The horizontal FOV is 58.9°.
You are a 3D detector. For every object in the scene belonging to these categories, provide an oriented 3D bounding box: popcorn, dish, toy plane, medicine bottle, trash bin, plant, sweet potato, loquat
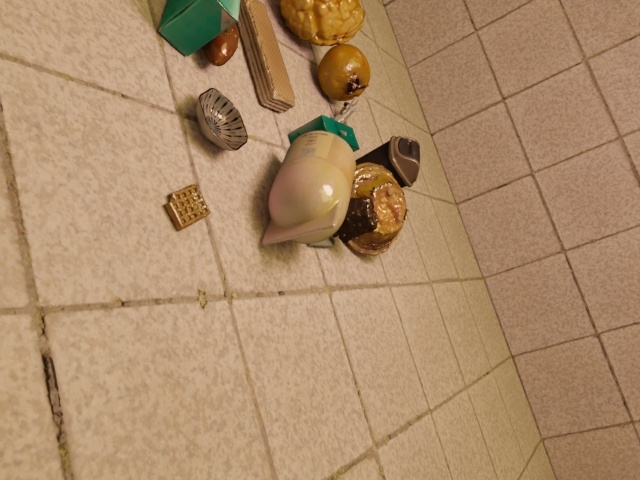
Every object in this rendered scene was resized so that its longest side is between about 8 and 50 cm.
[{"bbox_3d":[-0.008,-0.967,2.301,0.354,0.344,0.390,-46,145,-19],"label":"popcorn"},{"bbox_3d":[-0.285,-0.320,1.559,0.190,0.066,0.191,41,35,-38],"label":"dish"},{"bbox_3d":[0.104,-0.536,2.396,0.171,0.162,0.065,-35,72,-30],"label":"toy plane"},{"bbox_3d":[-0.030,-0.133,1.688,0.236,0.235,0.406,53,29,-26],"label":"medicine bottle"},{"bbox_3d":[0.266,-0.289,2.282,0.182,0.290,0.209,51,30,-28],"label":"trash bin"},{"bbox_3d":[0.092,-0.072,1.917,0.132,0.194,0.129,68,27,-24],"label":"plant"},{"bbox_3d":[-0.308,-0.655,1.743,0.109,0.109,0.385,38,33,-43],"label":"sweet potato"},{"bbox_3d":[0.101,-0.693,2.362,0.244,0.243,0.244,41,37,-40],"label":"loquat"}]

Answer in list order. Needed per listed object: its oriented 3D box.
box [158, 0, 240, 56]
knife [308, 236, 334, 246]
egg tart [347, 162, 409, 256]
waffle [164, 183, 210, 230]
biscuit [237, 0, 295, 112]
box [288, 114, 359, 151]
[{"bbox_3d":[-0.331,-0.694,1.616,0.118,0.205,0.311,38,37,-39],"label":"box"},{"bbox_3d":[0.000,0.000,1.871,0.162,0.023,0.044,4,68,-60],"label":"knife"},{"bbox_3d":[0.210,-0.115,2.085,0.351,0.150,0.352,0,91,-37],"label":"egg tart"},{"bbox_3d":[-0.321,-0.083,1.361,0.092,0.021,0.135,65,26,-7],"label":"waffle"},{"bbox_3d":[-0.200,-0.651,1.954,0.144,0.078,0.426,6,63,-59],"label":"biscuit"},{"bbox_3d":[0.017,-0.356,2.035,0.245,0.153,0.092,5,66,-61],"label":"box"}]
